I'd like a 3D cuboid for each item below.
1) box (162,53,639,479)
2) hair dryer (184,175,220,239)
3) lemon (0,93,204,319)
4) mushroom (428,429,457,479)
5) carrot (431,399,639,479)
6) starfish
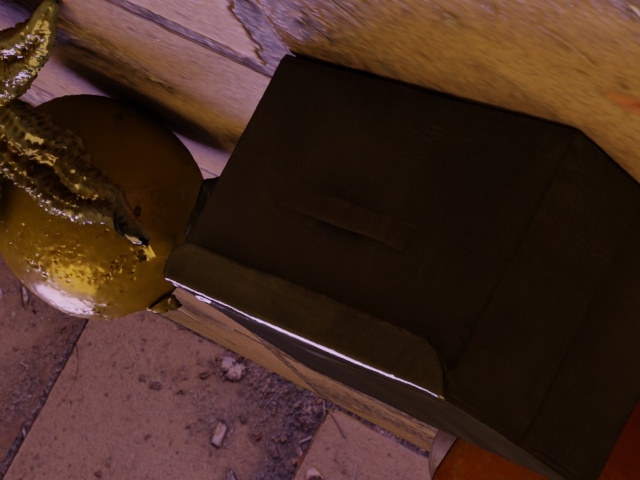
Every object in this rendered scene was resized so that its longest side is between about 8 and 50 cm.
[{"bbox_3d":[0.058,0.013,1.074,0.231,0.149,0.155,20,168,47],"label":"box"},{"bbox_3d":[0.030,0.012,1.560,0.229,0.092,0.267,20,-175,13],"label":"hair dryer"},{"bbox_3d":[-0.179,-0.029,1.567,0.206,0.173,0.173,35,176,24],"label":"lemon"},{"bbox_3d":[0.190,0.260,1.950,0.204,0.204,0.204,28,172,4],"label":"mushroom"},{"bbox_3d":[0.245,0.170,1.312,0.331,0.214,0.193,26,-169,36],"label":"carrot"},{"bbox_3d":[-0.272,-0.113,1.448,0.347,0.078,0.358,-16,104,46],"label":"starfish"}]
